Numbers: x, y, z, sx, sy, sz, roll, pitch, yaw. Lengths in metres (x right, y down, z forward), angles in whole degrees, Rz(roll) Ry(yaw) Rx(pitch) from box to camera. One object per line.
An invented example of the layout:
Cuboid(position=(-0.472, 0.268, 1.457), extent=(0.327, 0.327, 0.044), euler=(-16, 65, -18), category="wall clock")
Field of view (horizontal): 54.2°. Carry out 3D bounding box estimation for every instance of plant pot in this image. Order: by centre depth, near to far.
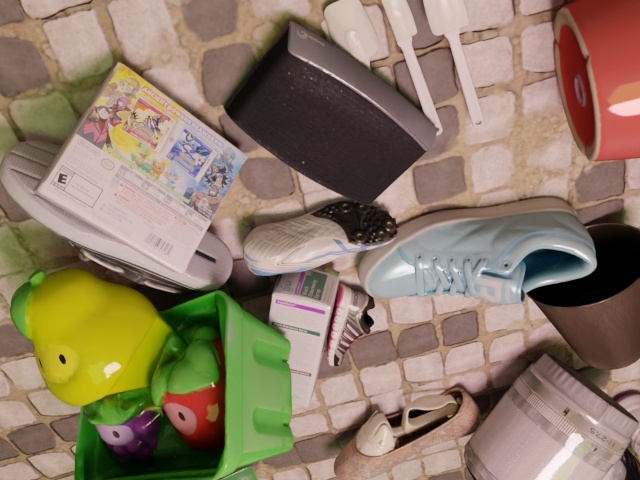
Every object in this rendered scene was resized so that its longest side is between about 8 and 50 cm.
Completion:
Cuboid(position=(0.428, -0.217, 0.751), extent=(0.243, 0.275, 0.275), euler=(-14, 128, 13), category="plant pot")

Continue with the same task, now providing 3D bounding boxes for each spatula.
Cuboid(position=(0.120, -0.224, 0.820), extent=(0.168, 0.019, 0.242), euler=(-17, 133, 14), category="spatula")

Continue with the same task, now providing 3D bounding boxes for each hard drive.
Cuboid(position=(0.017, -0.152, 0.836), extent=(0.254, 0.054, 0.172), euler=(30, 125, -26), category="hard drive")

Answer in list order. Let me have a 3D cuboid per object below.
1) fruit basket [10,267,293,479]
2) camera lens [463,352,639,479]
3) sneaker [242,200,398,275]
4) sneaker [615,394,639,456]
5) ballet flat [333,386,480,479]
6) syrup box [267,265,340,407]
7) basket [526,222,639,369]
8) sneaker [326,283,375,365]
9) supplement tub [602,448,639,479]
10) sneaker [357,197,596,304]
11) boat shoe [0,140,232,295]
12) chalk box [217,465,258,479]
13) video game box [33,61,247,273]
Cuboid(position=(-0.266, 0.201, 0.894), extent=(0.392, 0.283, 0.392), euler=(-2, 157, -1), category="fruit basket")
Cuboid(position=(0.423, 0.380, 1.176), extent=(0.219, 0.219, 0.274), euler=(31, 98, -28), category="camera lens")
Cuboid(position=(0.000, 0.000, 0.951), extent=(0.237, 0.085, 0.086), euler=(-11, 154, -5), category="sneaker")
Cuboid(position=(0.735, 0.454, 1.357), extent=(0.305, 0.152, 0.114), euler=(35, 112, -31), category="sneaker")
Cuboid(position=(0.161, 0.371, 1.241), extent=(0.316, 0.107, 0.106), euler=(-23, 122, -4), category="ballet flat")
Cuboid(position=(-0.037, 0.156, 1.031), extent=(0.096, 0.093, 0.237), euler=(14, 125, 3), category="syrup box")
Cuboid(position=(0.472, 0.107, 1.060), extent=(0.204, 0.154, 0.227), euler=(-27, 130, 13), category="basket")
Cuboid(position=(0.053, 0.152, 1.074), extent=(0.074, 0.063, 0.170), euler=(7, 121, -6), category="sneaker")
Cuboid(position=(0.599, 0.532, 1.358), extent=(0.207, 0.207, 0.338), euler=(-36, 123, 17), category="supplement tub")
Cuboid(position=(0.242, 0.036, 0.963), extent=(0.365, 0.150, 0.135), euler=(-17, 127, 3), category="sneaker")
Cuboid(position=(-0.287, -0.005, 0.866), extent=(0.335, 0.121, 0.119), euler=(34, 134, -24), category="boat shoe")
Cuboid(position=(-0.265, 0.507, 1.217), extent=(0.289, 0.179, 0.180), euler=(-11, 128, -1), category="chalk box")
Cuboid(position=(-0.220, -0.087, 0.795), extent=(0.205, 0.048, 0.187), euler=(36, 74, -29), category="video game box")
